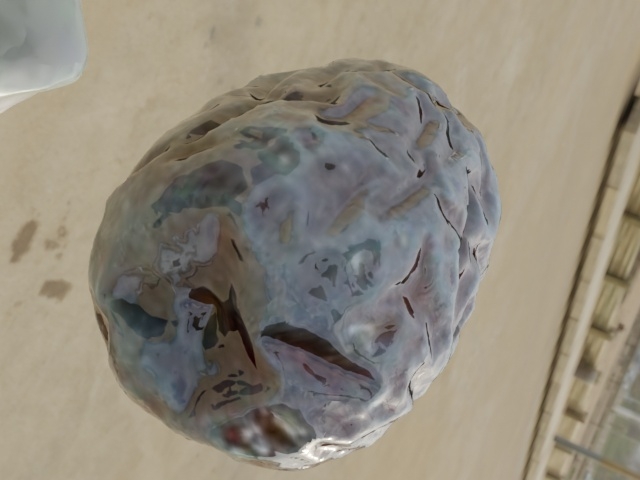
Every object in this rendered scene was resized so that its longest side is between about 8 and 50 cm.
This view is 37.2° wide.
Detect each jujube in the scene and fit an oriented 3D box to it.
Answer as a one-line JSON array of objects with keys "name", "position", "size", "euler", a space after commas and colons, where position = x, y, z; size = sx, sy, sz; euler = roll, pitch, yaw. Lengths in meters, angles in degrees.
[{"name": "jujube", "position": [0.000, 0.000, 0.614], "size": [0.317, 0.226, 0.226], "euler": [-42, 148, -58]}]

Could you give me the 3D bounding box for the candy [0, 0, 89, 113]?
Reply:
[{"name": "candy", "position": [-0.207, -0.203, 0.353], "size": [0.145, 0.208, 0.358], "euler": [-13, 101, -42]}]
